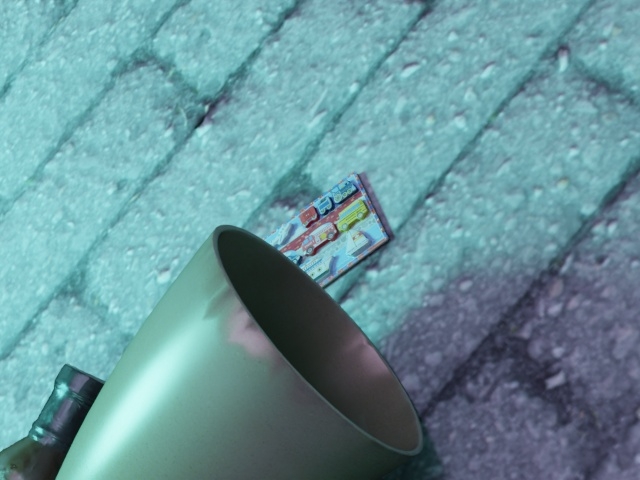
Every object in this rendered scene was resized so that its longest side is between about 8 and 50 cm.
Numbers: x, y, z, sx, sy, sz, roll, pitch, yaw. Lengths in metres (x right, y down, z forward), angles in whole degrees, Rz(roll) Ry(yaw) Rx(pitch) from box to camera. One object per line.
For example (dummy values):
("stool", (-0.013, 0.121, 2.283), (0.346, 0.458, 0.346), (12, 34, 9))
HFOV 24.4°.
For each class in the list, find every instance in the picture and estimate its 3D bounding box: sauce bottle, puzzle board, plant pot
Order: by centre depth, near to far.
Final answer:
("plant pot", (-0.096, 0.172, 1.281), (0.274, 0.256, 0.256), (-43, 47, 12))
("sauce bottle", (-0.306, 0.288, 1.465), (0.111, 0.111, 0.344), (19, 76, 42))
("puzzle board", (0.000, 0.000, 1.470), (0.128, 0.011, 0.096), (-37, 49, 15))
